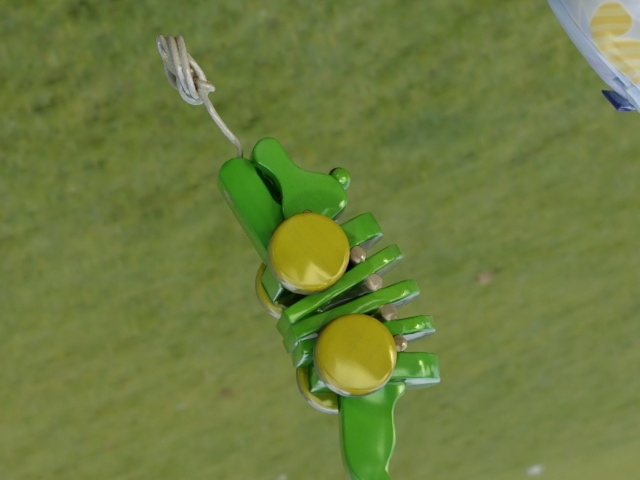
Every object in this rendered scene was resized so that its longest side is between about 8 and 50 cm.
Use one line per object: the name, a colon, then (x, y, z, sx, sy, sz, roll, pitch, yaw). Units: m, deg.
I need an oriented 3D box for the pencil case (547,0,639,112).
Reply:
pencil case: (0.257, -0.197, 1.028, 0.273, 0.124, 0.113, -42, 125, 6)

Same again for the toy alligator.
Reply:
toy alligator: (0.000, 0.000, 0.630, 0.051, 0.189, 0.056, -22, 169, -13)
